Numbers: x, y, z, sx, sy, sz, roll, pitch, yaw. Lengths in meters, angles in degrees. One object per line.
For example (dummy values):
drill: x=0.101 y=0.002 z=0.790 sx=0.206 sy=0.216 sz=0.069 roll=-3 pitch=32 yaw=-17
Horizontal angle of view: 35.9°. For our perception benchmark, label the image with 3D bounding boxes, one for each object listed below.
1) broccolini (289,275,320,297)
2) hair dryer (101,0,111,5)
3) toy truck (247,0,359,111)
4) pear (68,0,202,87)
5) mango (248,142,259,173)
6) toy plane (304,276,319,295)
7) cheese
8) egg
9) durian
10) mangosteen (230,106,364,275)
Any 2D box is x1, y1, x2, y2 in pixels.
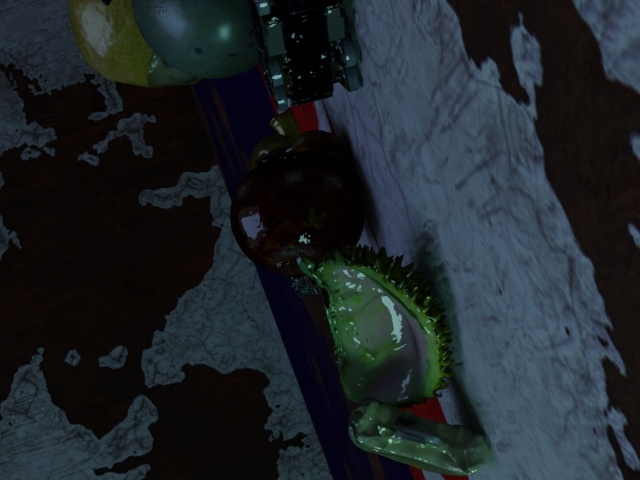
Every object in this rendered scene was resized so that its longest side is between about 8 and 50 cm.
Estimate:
broccolini: x=-0.029 y=-0.001 z=1.575 sx=0.091 sy=0.068 sz=0.202 roll=48 pitch=-157 yaw=-52
hair dryer: x=-0.189 y=-0.379 z=1.135 sx=0.070 sy=0.255 sz=0.128 roll=29 pitch=177 yaw=-4
toy truck: x=-0.020 y=-0.194 z=0.867 sx=0.192 sy=0.083 sz=0.092 roll=81 pitch=172 yaw=-58
pear: x=-0.254 y=-0.365 z=1.513 sx=0.271 sy=0.271 sz=0.271 roll=160 pitch=90 yaw=-82
mango: x=-0.064 y=-0.083 z=1.490 sx=0.191 sy=0.086 sz=0.122 roll=93 pitch=168 yaw=-45
toy plane: x=-0.003 y=-0.007 z=1.279 sx=0.194 sy=0.077 sz=0.126 roll=104 pitch=143 yaw=-63
cheese: x=0.103 y=0.202 z=0.980 sx=0.235 sy=0.127 sz=0.049 roll=61 pitch=-139 yaw=-71
egg: x=-0.119 y=-0.262 z=1.068 sx=0.236 sy=0.169 sz=0.169 roll=-126 pitch=18 yaw=-59
durian: x=0.060 y=0.067 z=0.919 sx=0.220 sy=0.137 sz=0.095 roll=68 pitch=-151 yaw=-46
mangosteen: x=-0.019 y=-0.048 z=1.097 sx=0.146 sy=0.156 sz=0.181 roll=45 pitch=-139 yaw=-38
